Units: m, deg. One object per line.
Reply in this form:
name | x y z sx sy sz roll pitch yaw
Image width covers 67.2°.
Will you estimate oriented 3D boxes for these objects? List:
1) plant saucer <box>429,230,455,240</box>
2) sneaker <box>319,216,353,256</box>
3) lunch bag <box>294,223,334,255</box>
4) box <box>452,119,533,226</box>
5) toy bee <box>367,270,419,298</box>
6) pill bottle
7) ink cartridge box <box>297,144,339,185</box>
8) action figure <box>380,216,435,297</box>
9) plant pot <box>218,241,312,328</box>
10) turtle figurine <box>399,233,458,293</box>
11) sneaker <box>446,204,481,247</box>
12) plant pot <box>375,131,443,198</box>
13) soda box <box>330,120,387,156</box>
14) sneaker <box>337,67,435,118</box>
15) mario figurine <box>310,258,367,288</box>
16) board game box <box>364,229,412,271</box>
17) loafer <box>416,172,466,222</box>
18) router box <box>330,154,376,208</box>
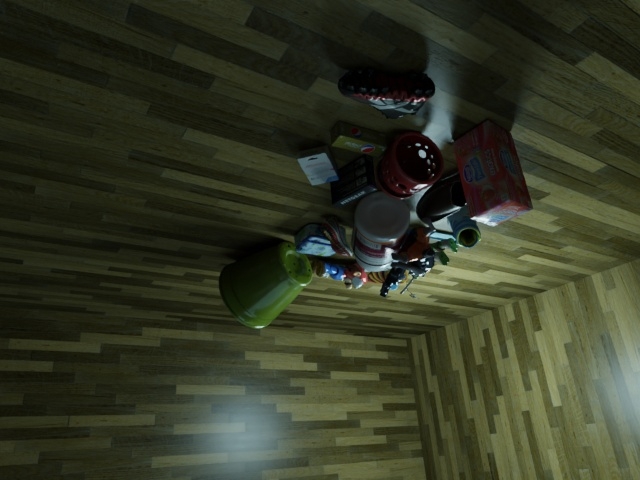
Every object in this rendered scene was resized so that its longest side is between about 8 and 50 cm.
plant saucer | 0.615 -0.018 2.375 0.192 0.018 0.067 10 152 -26
sneaker | 0.088 -0.013 2.134 0.088 0.093 0.225 6 140 43
lunch bag | 0.000 0.000 2.232 0.219 0.090 0.176 11 149 -33
box | 0.561 -0.218 1.588 0.142 0.300 0.154 13 152 -36
toy bee | 0.421 0.200 2.707 0.298 0.162 0.195 19 180 -18
pill bottle | 0.247 -0.022 2.059 0.224 0.224 0.392 -4 156 -1
ink cartridge box | -0.009 -0.268 1.671 0.104 0.062 0.181 -11 155 12
action figure | 0.373 0.092 1.925 0.178 0.341 0.330 26 171 24
plant pot | -0.239 0.188 2.349 0.353 0.367 0.366 -34 144 28
turtle figurine | 0.488 0.089 2.163 0.197 0.275 0.266 -8 180 -35
sneaker | 0.631 -0.037 2.097 0.127 0.208 0.319 -27 149 21
plant pot | 0.293 -0.244 1.632 0.191 0.191 0.174 3 161 -16
soda box | 0.124 -0.328 1.567 0.181 0.058 0.061 9 153 -26
sneaker | 0.177 -0.405 1.358 0.276 0.098 0.135 0 153 -13
mario figurine | 0.105 0.199 2.563 0.320 0.198 0.170 14 128 -25
board game box | 0.369 0.054 2.410 0.301 0.086 0.308 -5 155 0
loafer | 0.498 -0.174 1.839 0.366 0.134 0.130 -40 -179 40
router box | 0.113 -0.211 1.731 0.179 0.133 0.046 -25 148 39
